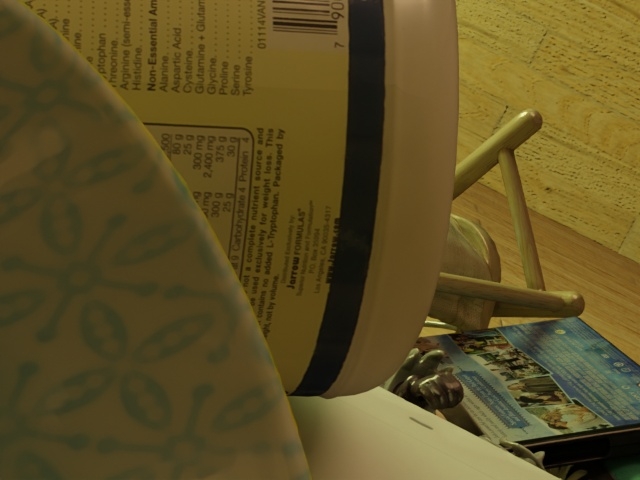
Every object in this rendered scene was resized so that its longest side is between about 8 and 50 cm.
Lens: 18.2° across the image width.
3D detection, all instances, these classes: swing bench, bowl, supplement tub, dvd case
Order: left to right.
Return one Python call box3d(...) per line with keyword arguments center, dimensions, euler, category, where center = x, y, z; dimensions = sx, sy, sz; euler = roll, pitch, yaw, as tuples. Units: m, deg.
box3d(center=(-0.125, 0.094, 0.406), dimensions=(0.156, 0.289, 0.289), euler=(-16, -10, 25), category="bowl")
box3d(center=(-0.124, -0.053, 0.832), dimensions=(0.324, 0.235, 0.235), euler=(2, 16, -11), category="supplement tub")
box3d(center=(0.000, 0.000, 1.376), dimensions=(0.253, 0.254, 0.165), euler=(12, 63, -52), category="swing bench")
box3d(center=(0.088, 0.102, 1.255), dimensions=(0.253, 0.022, 0.180), euler=(-6, 21, -18), category="dvd case")

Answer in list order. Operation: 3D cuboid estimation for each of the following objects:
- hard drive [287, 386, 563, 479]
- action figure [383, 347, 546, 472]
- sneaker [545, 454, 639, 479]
box3d(center=(0.004, 0.152, 0.808), dimensions=(0.203, 0.040, 0.307), euler=(27, 26, 4), category="hard drive")
box3d(center=(0.075, 0.153, 1.042), dimensions=(0.185, 0.099, 0.285), euler=(47, 22, 8), category="action figure")
box3d(center=(0.162, 0.162, 1.284), dimensions=(0.121, 0.108, 0.302), euler=(16, 9, -1), category="sneaker")
